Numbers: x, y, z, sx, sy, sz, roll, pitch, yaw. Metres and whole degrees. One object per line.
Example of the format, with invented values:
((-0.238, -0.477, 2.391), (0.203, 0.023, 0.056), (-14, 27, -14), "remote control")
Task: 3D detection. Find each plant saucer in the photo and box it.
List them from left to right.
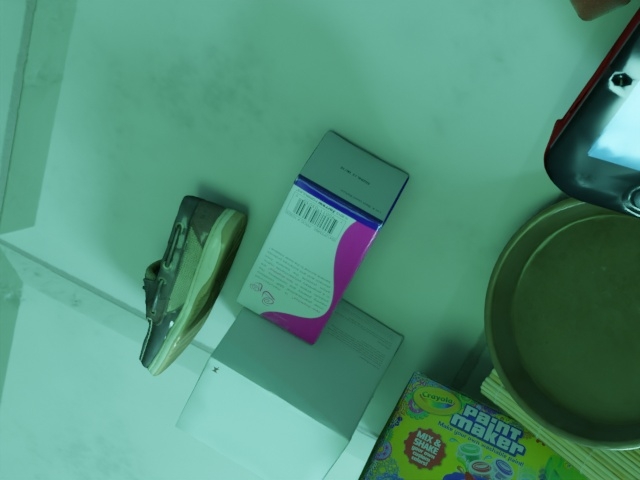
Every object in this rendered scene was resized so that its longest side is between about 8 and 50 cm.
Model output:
((0.312, 0.086, 1.343), (0.277, 0.041, 0.278), (1, 91, 30), "plant saucer")

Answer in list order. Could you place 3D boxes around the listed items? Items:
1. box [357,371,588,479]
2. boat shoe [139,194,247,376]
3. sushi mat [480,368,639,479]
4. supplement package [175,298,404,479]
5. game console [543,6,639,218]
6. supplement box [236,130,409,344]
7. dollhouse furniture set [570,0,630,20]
((0.186, 0.340, 1.525), (0.290, 0.177, 0.279), (26, 152, 6), "box")
((-0.182, 0.056, 1.603), (0.092, 0.103, 0.285), (33, 128, 6), "boat shoe")
((0.332, 0.198, 1.368), (0.316, 0.019, 0.151), (38, 96, 34), "sushi mat")
((-0.037, 0.174, 1.547), (0.194, 0.203, 0.149), (31, 131, 2), "supplement package")
((0.413, -0.110, 1.110), (0.342, 0.060, 0.386), (20, 149, -3), "game console")
((0.000, 0.000, 1.461), (0.111, 0.114, 0.220), (30, 130, 1), "supplement box")
((0.312, -0.289, 1.068), (0.201, 0.152, 0.374), (28, 131, 5), "dollhouse furniture set")
